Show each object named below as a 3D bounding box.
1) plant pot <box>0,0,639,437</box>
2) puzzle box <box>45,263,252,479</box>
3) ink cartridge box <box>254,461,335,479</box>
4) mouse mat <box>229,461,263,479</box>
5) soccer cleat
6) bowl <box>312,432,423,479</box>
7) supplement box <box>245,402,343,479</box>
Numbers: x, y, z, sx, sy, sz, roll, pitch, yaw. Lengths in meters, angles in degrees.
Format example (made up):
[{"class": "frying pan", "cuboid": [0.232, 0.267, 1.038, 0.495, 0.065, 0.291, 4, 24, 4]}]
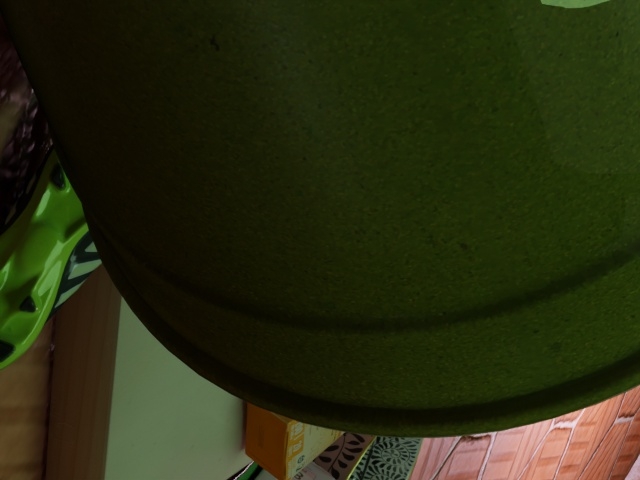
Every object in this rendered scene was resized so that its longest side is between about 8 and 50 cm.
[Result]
[{"class": "plant pot", "cuboid": [0.010, -0.168, 0.693, 0.366, 0.366, 0.353, -56, 148, -17]}, {"class": "puzzle box", "cuboid": [0.000, 0.000, 1.165, 0.409, 0.052, 0.272, -32, 144, -40]}, {"class": "ink cartridge box", "cuboid": [-0.083, 0.267, 1.310, 0.189, 0.066, 0.232, -61, 176, 25]}, {"class": "mouse mat", "cuboid": [-0.079, 0.206, 1.312, 0.153, 0.007, 0.189, -59, 172, 16]}, {"class": "soccer cleat", "cuboid": [-0.121, -0.011, 0.917, 0.179, 0.060, 0.072, -50, -171, -5]}, {"class": "bowl", "cuboid": [0.007, 0.181, 1.472, 0.170, 0.080, 0.170, -51, 158, -31]}, {"class": "supplement box", "cuboid": [0.000, 0.096, 1.172, 0.098, 0.036, 0.062, -38, 149, -32]}]
